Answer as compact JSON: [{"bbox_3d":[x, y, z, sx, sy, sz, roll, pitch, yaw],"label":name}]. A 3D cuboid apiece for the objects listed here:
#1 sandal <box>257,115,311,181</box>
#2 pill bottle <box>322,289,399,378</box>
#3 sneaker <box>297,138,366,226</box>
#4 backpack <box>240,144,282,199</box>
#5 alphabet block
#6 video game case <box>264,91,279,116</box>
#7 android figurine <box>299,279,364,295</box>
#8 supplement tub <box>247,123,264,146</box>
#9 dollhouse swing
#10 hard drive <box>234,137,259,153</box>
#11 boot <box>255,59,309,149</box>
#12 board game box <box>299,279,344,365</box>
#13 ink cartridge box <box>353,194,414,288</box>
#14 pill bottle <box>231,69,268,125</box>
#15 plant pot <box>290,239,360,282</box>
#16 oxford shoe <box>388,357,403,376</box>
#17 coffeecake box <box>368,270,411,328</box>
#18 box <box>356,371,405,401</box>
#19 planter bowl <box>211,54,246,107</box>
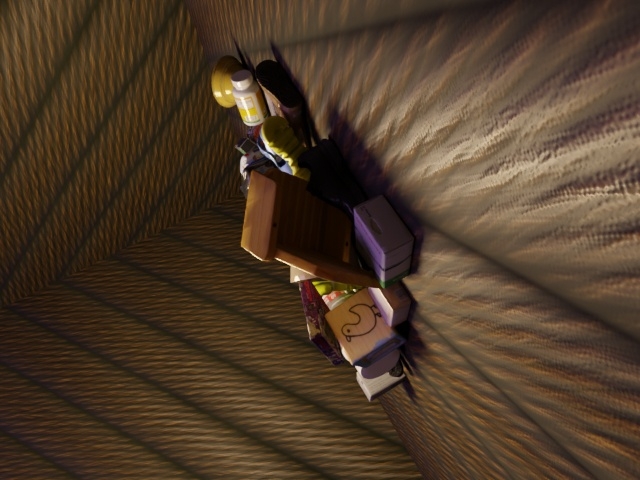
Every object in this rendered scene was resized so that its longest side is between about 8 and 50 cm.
[{"bbox_3d":[-0.097,-0.265,1.545,0.138,0.126,0.317,6,137,57],"label":"sandal"},{"bbox_3d":[0.153,0.356,1.891,0.363,0.210,0.210,54,168,46],"label":"pill bottle"},{"bbox_3d":[0.034,-0.145,1.342,0.286,0.130,0.109,59,169,14],"label":"sneaker"},{"bbox_3d":[-0.179,-0.255,1.836,0.276,0.263,0.213,141,108,-74],"label":"backpack"},{"bbox_3d":[0.160,0.305,1.641,0.197,0.192,0.193,58,-174,26],"label":"alphabet block"},{"bbox_3d":[-0.163,-0.505,1.775,0.183,0.023,0.201,57,169,36],"label":"video game case"},{"bbox_3d":[0.063,0.172,1.802,0.248,0.273,0.056,-1,-95,-57],"label":"android figurine"},{"bbox_3d":[-0.268,-0.482,2.154,0.117,0.117,0.190,65,171,-17],"label":"supplement tub"},{"bbox_3d":[0.012,-0.037,1.341,0.305,0.347,0.315,0,81,42],"label":"dollhouse swing"},{"bbox_3d":[-0.234,-0.337,2.155,0.339,0.064,0.237,39,179,-18],"label":"hard drive"},{"bbox_3d":[-0.122,-0.424,1.561,0.236,0.089,0.269,60,172,22],"label":"boot"},{"bbox_3d":[0.008,0.300,1.675,0.347,0.056,0.208,62,-172,-59],"label":"board game box"},{"bbox_3d":[0.158,0.006,1.199,0.153,0.087,0.208,59,171,27],"label":"ink cartridge box"},{"bbox_3d":[-0.300,-0.599,1.980,0.117,0.118,0.208,56,170,40],"label":"pill bottle"},{"bbox_3d":[0.000,0.000,1.695,0.256,0.256,0.274,125,136,-81],"label":"plant pot"},{"bbox_3d":[0.274,0.463,1.953,0.096,0.083,0.227,40,-156,-58],"label":"oxford shoe"},{"bbox_3d":[0.211,0.175,1.467,0.142,0.068,0.185,59,171,26],"label":"coffeecake box"},{"bbox_3d":[0.266,0.608,2.095,0.119,0.182,0.181,58,171,25],"label":"box"},{"bbox_3d":[-0.363,-0.682,2.039,0.090,0.217,0.217,16,146,27],"label":"planter bowl"}]
